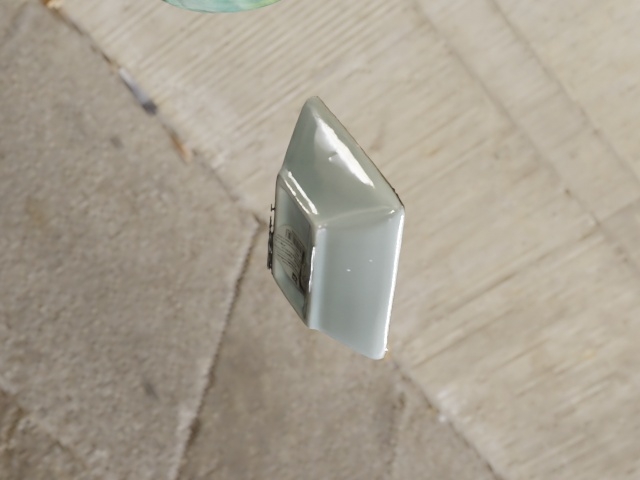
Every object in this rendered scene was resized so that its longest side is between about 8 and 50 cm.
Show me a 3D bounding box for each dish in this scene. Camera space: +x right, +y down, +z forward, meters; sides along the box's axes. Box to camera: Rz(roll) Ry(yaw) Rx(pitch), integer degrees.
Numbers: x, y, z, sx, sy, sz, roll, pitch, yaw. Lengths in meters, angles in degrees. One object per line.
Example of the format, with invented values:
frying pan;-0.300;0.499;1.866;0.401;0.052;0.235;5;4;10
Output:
dish;0.000;0.000;1.491;0.182;0.080;0.243;53;-26;34

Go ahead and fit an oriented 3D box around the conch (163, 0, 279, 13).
conch;-0.081;-0.244;1.067;0.175;0.122;0.188;5;49;-10
